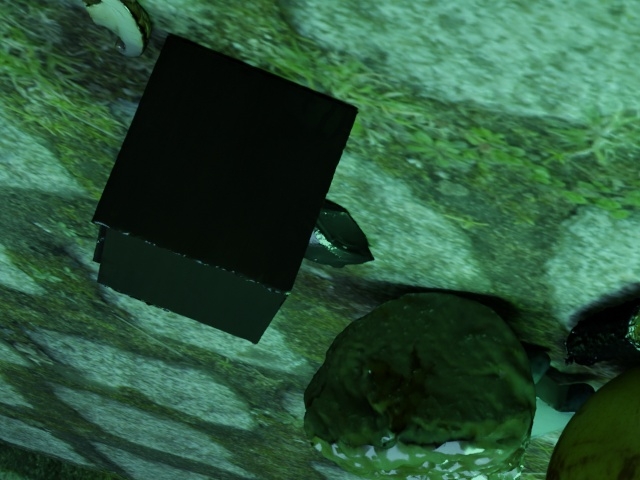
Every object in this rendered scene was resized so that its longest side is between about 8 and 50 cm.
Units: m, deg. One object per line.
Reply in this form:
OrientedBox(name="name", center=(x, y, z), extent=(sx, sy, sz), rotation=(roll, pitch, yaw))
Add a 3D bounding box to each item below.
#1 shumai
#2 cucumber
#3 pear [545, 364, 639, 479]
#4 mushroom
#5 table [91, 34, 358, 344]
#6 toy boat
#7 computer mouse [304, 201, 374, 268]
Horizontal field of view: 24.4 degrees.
OrientedBox(name="shumai", center=(0.129, 0.183, 1.562), extent=(0.256, 0.189, 0.218), rotation=(-2, 144, 33))
OrientedBox(name="cucumber", center=(0.277, 0.088, 1.402), extent=(0.053, 0.053, 0.181), rotation=(23, 163, -10))
OrientedBox(name="pear", center=(0.353, 0.251, 1.443), extent=(0.281, 0.280, 0.280), rotation=(18, 161, 6))
OrientedBox(name="mushroom", center=(-0.158, -0.176, 1.154), extent=(0.049, 0.019, 0.101), rotation=(14, 158, 15))
OrientedBox(name="table", center=(-0.092, -0.035, 1.245), extent=(0.172, 0.169, 0.193), rotation=(21, 162, -4))
OrientedBox(name="toy boat", center=(0.208, 0.165, 1.671), extent=(0.134, 0.079, 0.208), rotation=(32, 147, -25))
OrientedBox(name="computer mouse", center=(0.000, 0.000, 1.438), extent=(0.079, 0.047, 0.135), rotation=(7, 159, 36))
